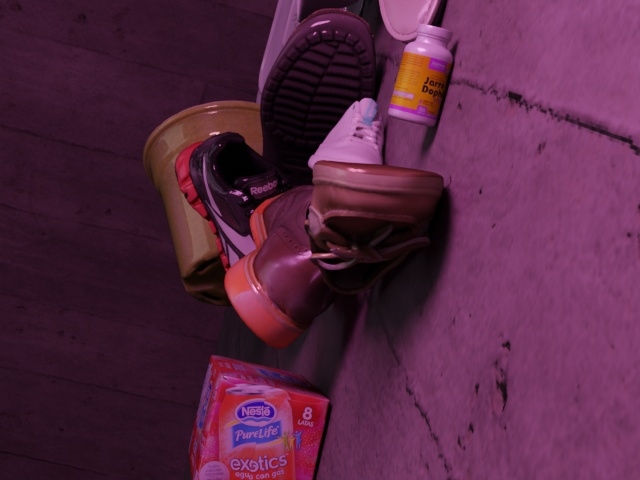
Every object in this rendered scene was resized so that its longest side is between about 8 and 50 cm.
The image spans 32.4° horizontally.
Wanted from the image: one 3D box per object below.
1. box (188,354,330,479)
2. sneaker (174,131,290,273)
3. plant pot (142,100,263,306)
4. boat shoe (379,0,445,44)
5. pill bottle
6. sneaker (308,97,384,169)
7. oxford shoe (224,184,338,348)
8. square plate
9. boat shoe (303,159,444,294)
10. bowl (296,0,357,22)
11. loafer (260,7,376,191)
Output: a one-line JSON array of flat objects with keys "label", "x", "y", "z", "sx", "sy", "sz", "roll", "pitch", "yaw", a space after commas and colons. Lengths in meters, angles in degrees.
[{"label": "box", "x": -0.075, "y": 0.212, "z": 1.242, "sx": 0.257, "sy": 0.122, "sz": 0.128, "roll": 170, "pitch": 112, "yaw": -82}, {"label": "sneaker", "x": -0.082, "y": -0.022, "z": 1.415, "sx": 0.097, "sy": 0.276, "sz": 0.135, "roll": -28, "pitch": -4, "yaw": -36}, {"label": "plant pot", "x": -0.144, "y": -0.043, "z": 1.798, "sx": 0.276, "sy": 0.276, "sz": 0.254, "roll": 113, "pitch": 153, "yaw": -52}, {"label": "boat shoe", "x": 0.106, "y": -0.276, "z": 1.094, "sx": 0.065, "sy": 0.075, "sz": 0.206, "roll": 37, "pitch": -129, "yaw": -50}, {"label": "pill bottle", "x": 0.089, "y": -0.143, "z": 0.953, "sx": 0.043, "sy": 0.043, "sz": 0.083, "roll": -120, "pitch": 44, "yaw": -80}, {"label": "sneaker", "x": 0.039, "y": -0.108, "z": 1.186, "sx": 0.094, "sy": 0.080, "sz": 0.212, "roll": -63, "pitch": 8, "yaw": 9}, {"label": "oxford shoe", "x": 0.000, "y": 0.000, "z": 1.231, "sx": 0.132, "sy": 0.130, "sz": 0.364, "roll": -40, "pitch": 12, "yaw": 16}, {"label": "square plate", "x": -0.018, "y": -0.366, "z": 1.846, "sx": 0.347, "sy": 0.049, "sz": 0.344, "roll": 18, "pitch": 93, "yaw": 68}, {"label": "boat shoe", "x": 0.040, "y": -0.007, "z": 0.905, "sx": 0.285, "sy": 0.104, "sz": 0.089, "roll": 77, "pitch": -159, "yaw": -83}, {"label": "bowl", "x": 0.037, "y": -0.427, "z": 1.406, "sx": 0.298, "sy": 0.134, "sz": 0.298, "roll": 180, "pitch": 90, "yaw": -88}, {"label": "loafer", "x": -0.014, "y": -0.172, "z": 1.441, "sx": 0.366, "sy": 0.133, "sz": 0.130, "roll": 112, "pitch": 171, "yaw": -51}]
